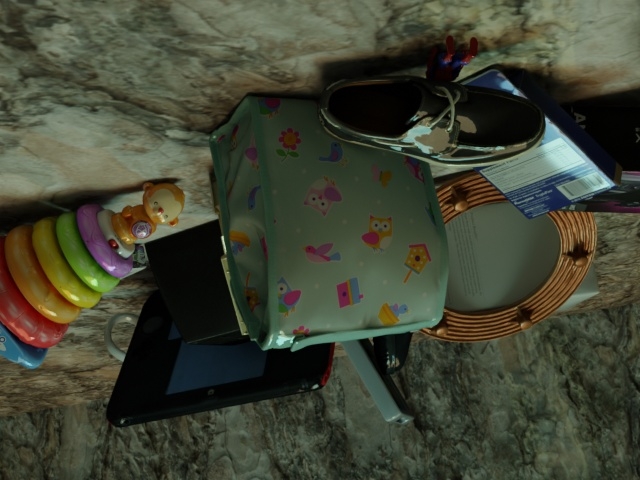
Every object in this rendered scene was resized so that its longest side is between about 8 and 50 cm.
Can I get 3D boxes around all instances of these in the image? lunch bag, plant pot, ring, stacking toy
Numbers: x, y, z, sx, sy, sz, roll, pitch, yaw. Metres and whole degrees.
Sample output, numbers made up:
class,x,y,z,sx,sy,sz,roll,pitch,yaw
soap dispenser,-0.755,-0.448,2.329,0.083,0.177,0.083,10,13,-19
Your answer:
class,x,y,z,sx,sy,sz,roll,pitch,yaw
lunch bag,0.011,-0.014,1.190,0.223,0.262,0.160,-4,166,-27
plant pot,-0.138,0.072,1.687,0.188,0.167,0.187,-16,166,31
ring,0.262,0.034,1.648,0.336,0.032,0.337,-6,128,-8
stacking toy,-0.301,0.016,1.392,0.301,0.175,0.166,-29,-158,10

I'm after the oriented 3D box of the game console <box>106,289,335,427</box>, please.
class,x,y,z,sx,sy,sz,roll,pitch,yaw
game console,-0.150,0.155,1.815,0.386,0.060,0.342,-13,-150,17

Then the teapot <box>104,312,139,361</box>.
class,x,y,z,sx,sy,sz,roll,pitch,yaw
teapot,-0.249,0.184,2.089,0.252,0.187,0.256,-37,150,0

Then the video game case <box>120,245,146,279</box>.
class,x,y,z,sx,sy,sz,roll,pitch,yaw
video game case,-0.420,0.052,1.678,0.210,0.042,0.232,2,163,-42

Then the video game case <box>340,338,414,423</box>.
class,x,y,z,sx,sy,sz,roll,pitch,yaw
video game case,0.072,0.203,2.078,0.036,0.329,0.300,-31,166,3

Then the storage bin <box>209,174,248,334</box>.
class,x,y,z,sx,sy,sz,roll,pitch,yaw
storage bin,0.000,0.000,1.440,0.262,0.123,0.260,-9,149,-1

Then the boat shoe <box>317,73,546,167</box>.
class,x,y,z,sx,sy,sz,roll,pitch,yaw
boat shoe,0.112,-0.123,1.089,0.233,0.084,0.079,7,173,2

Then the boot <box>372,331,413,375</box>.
class,x,y,z,sx,sy,sz,roll,pitch,yaw
boot,0.198,0.114,1.958,0.207,0.247,0.094,-3,-179,-12

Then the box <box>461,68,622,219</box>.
class,x,y,z,sx,sy,sz,roll,pitch,yaw
box,0.226,-0.116,1.249,0.225,0.036,0.136,37,143,-28

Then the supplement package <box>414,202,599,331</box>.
class,x,y,z,sx,sy,sz,roll,pitch,yaw
supplement package,0.291,0.041,1.832,0.292,0.178,0.175,-7,167,-7

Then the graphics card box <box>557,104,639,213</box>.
class,x,y,z,sx,sy,sz,roll,pitch,yaw
graphics card box,0.481,-0.097,1.388,0.370,0.094,0.233,3,170,8

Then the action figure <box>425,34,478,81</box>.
class,x,y,z,sx,sy,sz,roll,pitch,yaw
action figure,0.128,-0.179,1.080,0.038,0.030,0.115,-2,171,-8
